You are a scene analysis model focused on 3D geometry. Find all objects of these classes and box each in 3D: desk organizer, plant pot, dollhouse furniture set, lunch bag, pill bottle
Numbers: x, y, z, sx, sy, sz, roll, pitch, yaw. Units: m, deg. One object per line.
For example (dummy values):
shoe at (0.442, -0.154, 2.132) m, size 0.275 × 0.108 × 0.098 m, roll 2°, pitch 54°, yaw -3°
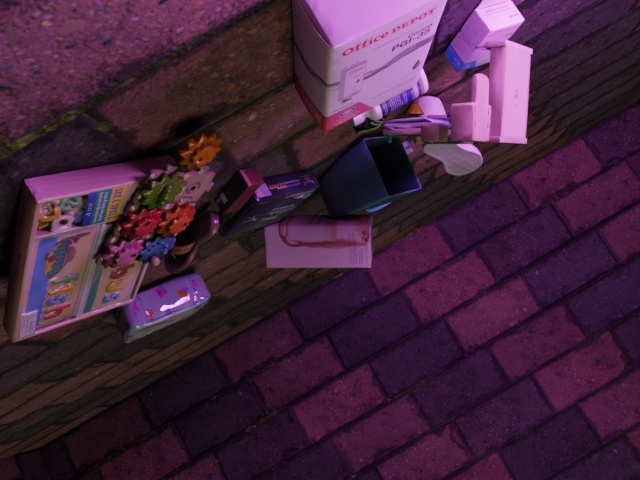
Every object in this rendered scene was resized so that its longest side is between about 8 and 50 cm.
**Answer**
desk organizer at (-0.188, -0.114, 1.423) m, size 0.050 × 0.047 × 0.130 m, roll -22°, pitch 166°, yaw -45°
plant pot at (0.118, -0.162, 1.711) m, size 0.234 × 0.166 × 0.165 m, roll -27°, pitch 173°, yaw 42°
dollhouse furniture set at (0.256, -0.307, 1.317) m, size 0.303 × 0.198 × 0.286 m, roll 7°, pitch -170°, yaw 40°
lunch bag at (-0.489, 0.206, 1.877) m, size 0.279 × 0.108 × 0.224 m, roll -21°, pitch 171°, yaw -30°
pill bottle at (0.127, -0.306, 1.266) m, size 0.169 × 0.094 × 0.094 m, roll -30°, pitch 168°, yaw -1°

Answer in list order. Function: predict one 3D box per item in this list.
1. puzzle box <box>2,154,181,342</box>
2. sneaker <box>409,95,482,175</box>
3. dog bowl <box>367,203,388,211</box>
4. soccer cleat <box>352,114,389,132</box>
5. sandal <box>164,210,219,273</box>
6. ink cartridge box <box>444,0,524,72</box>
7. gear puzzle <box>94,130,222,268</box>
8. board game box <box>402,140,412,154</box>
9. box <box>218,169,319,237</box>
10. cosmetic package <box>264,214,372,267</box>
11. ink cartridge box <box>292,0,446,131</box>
puzzle box at (-0.436, 0.021, 1.165) m, size 0.272 × 0.052 × 0.409 m, roll -20°, pitch 152°, yaw -43°
sneaker at (0.336, -0.287, 1.648) m, size 0.108 × 0.169 × 0.292 m, roll -27°, pitch 155°, yaw 24°
dog bowl at (0.186, -0.167, 2.050) m, size 0.165 × 0.074 × 0.297 m, roll -33°, pitch 169°, yaw 12°
soccer cleat at (0.116, -0.290, 1.401) m, size 0.072 × 0.060 × 0.179 m, roll -26°, pitch 171°, yaw -12°
sandal at (-0.324, 0.001, 1.492) m, size 0.060 × 0.090 × 0.219 m, roll 8°, pitch 145°, yaw -45°
ink cartridge box at (0.356, -0.447, 1.318) m, size 0.104 × 0.060 × 0.180 m, roll -24°, pitch 167°, yaw -24°
gear puzzle at (-0.269, -0.065, 1.132) m, size 0.339 × 0.044 × 0.175 m, roll -50°, pitch 158°, yaw 27°
board game box at (0.237, -0.265, 1.891) m, size 0.090 × 0.020 × 0.090 m, roll -33°, pitch 169°, yaw 12°
box at (-0.137, -0.095, 1.592) m, size 0.232 × 0.059 × 0.183 m, roll -18°, pitch 164°, yaw -47°
cosmetic package at (0.000, 0.000, 1.760) m, size 0.295 × 0.129 × 0.153 m, roll -1°, pitch -165°, yaw 6°
ink cartridge box at (0.068, -0.321, 1.002) m, size 0.207 × 0.117 × 0.283 m, roll -28°, pitch 168°, yaw -8°
